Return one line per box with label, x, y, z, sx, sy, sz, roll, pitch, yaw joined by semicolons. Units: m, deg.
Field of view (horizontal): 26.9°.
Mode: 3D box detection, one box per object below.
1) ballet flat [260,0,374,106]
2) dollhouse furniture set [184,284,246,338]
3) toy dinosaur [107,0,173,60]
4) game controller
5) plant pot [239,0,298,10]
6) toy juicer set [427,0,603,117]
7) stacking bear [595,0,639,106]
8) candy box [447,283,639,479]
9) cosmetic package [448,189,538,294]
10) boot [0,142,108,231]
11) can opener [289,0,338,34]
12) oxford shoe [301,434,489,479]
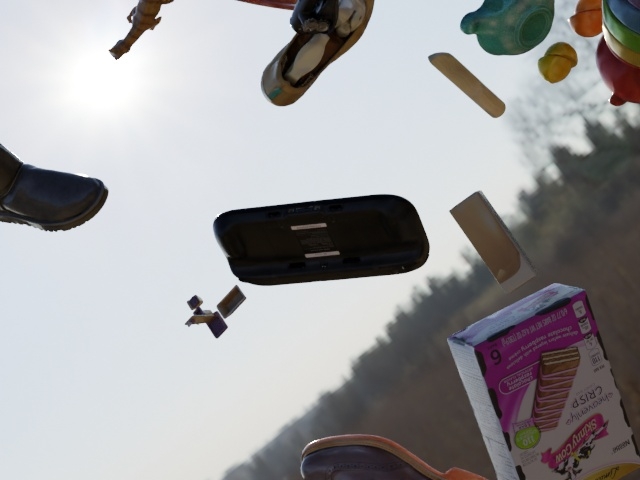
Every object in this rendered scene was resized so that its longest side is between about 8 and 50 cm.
ballet flat;0.010;-0.268;1.750;0.232;0.080;0.073;-56;11;-17
dollhouse furniture set;-0.203;0.112;2.440;0.114;0.091;0.081;-46;-25;25
toy dinosaur;-0.205;-0.316;1.674;0.211;0.064;0.112;-68;-9;29
game controller;0.000;0.000;2.021;0.319;0.166;0.067;-6;43;16
plant pot;-0.134;-0.578;2.428;0.272;0.273;0.265;-21;-52;-66
toy juicer set;0.294;-0.302;1.968;0.329;0.089;0.209;-38;-41;-9
stacking bear;0.431;-0.290;1.736;0.175;0.164;0.289;-42;-23;-22
candy box;0.264;0.189;1.562;0.159;0.233;0.071;-25;14;-17
cosmetic package;0.193;0.001;1.494;0.041;0.115;0.060;-36;-5;11
boot;-0.356;-0.094;1.459;0.190;0.208;0.076;-3;52;25
can opener;0.008;-0.311;1.621;0.059;0.073;0.186;1;-25;-18
oxford shoe;0.104;0.385;1.967;0.364;0.130;0.132;10;43;35
